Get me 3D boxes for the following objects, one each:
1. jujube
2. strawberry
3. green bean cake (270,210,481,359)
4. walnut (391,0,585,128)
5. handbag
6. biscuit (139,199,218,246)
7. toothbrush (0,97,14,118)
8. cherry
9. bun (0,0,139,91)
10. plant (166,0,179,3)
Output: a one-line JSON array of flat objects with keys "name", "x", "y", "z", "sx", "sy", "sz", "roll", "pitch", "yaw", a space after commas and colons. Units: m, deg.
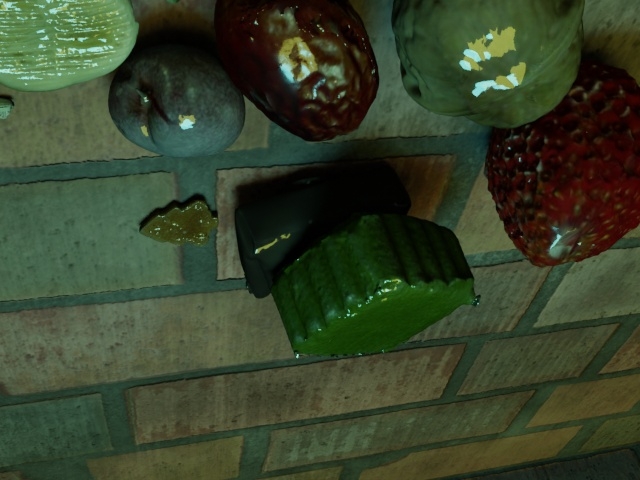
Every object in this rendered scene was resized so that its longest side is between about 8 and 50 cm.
[{"name": "jujube", "x": -0.031, "y": -0.225, "z": 0.858, "sx": 0.183, "sy": 0.183, "sz": 0.243, "roll": -22, "pitch": 147, "yaw": 8}, {"name": "strawberry", "x": 0.393, "y": -0.101, "z": 1.066, "sx": 0.292, "sy": 0.310, "sz": 0.291, "roll": -8, "pitch": 137, "yaw": -8}, {"name": "green bean cake", "x": 0.082, "y": 0.070, "z": 1.106, "sx": 0.247, "sy": 0.156, "sz": 0.250, "roll": 7, "pitch": 143, "yaw": -43}, {"name": "walnut", "x": 0.206, "y": -0.258, "z": 0.862, "sx": 0.248, "sy": 0.248, "sz": 0.248, "roll": -10, "pitch": 142, "yaw": -8}, {"name": "handbag", "x": 0.000, "y": 0.000, "z": 1.209, "sx": 0.285, "sy": 0.113, "sz": 0.257, "roll": -16, "pitch": 149, "yaw": -12}, {"name": "biscuit", "x": -0.233, "y": -0.028, "z": 1.165, "sx": 0.130, "sy": 0.019, "sz": 0.119, "roll": -6, "pitch": 142, "yaw": -13}, {"name": "toothbrush", "x": -0.536, "y": -0.174, "z": 0.869, "sx": 0.294, "sy": 0.026, "sz": 0.028, "roll": 2, "pitch": 140, "yaw": -21}, {"name": "cherry", "x": -0.172, "y": -0.173, "z": 0.898, "sx": 0.176, "sy": 0.140, "sz": 0.176, "roll": 4, "pitch": 180, "yaw": 0}, {"name": "bun", "x": -0.301, "y": -0.258, "z": 0.768, "sx": 0.193, "sy": 0.128, "sz": 0.178, "roll": -10, "pitch": 144, "yaw": -26}, {"name": "plant", "x": -0.245, "y": -0.324, "z": 0.582, "sx": 0.297, "sy": 0.261, "sz": 0.306, "roll": 24, "pitch": 117, "yaw": -29}]
